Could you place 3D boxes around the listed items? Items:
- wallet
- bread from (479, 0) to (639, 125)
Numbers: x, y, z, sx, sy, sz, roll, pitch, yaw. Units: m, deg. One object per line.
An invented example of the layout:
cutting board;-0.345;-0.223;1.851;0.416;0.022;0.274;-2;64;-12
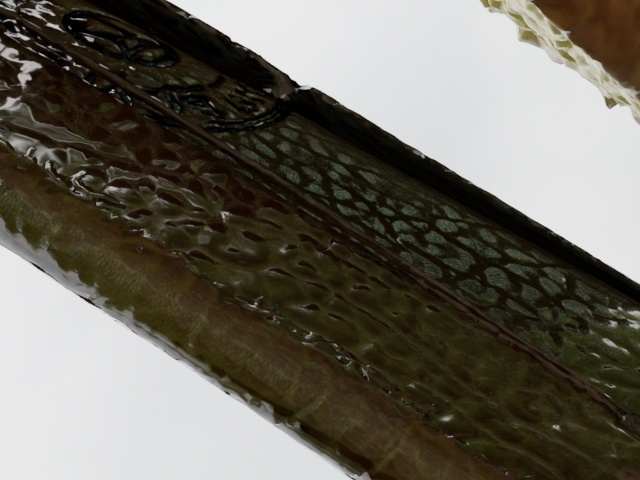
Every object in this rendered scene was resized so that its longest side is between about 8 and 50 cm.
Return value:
wallet;0.000;0.000;0.466;0.133;0.243;0.039;-33;-29;-59
bread;0.069;-0.182;0.634;0.179;0.194;0.340;-52;-44;4
